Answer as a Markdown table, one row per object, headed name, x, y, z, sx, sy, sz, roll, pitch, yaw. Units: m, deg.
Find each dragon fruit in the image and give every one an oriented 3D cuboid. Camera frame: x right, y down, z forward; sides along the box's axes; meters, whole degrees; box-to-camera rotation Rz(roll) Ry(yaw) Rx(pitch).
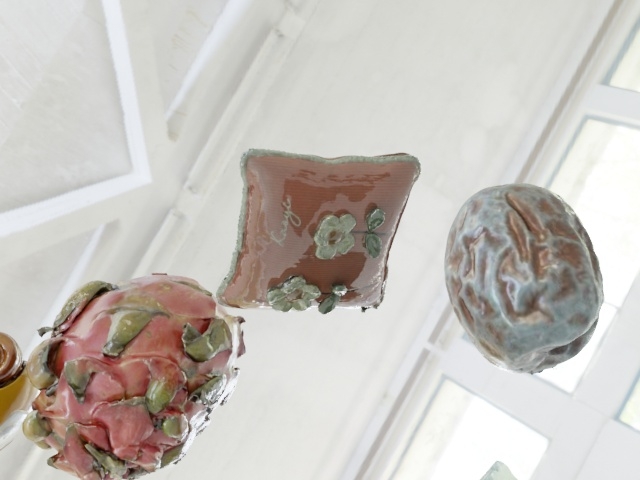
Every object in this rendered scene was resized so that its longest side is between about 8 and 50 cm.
| name | x | y | z | sx | sy | sz | roll | pitch | yaw |
| --- | --- | --- | --- | --- | --- | --- | --- | --- | --- |
| dragon fruit | -0.253 | 0.177 | 0.836 | 0.291 | 0.269 | 0.250 | -43 | -21 | -50 |

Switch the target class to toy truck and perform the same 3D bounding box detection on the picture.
| name | x | y | z | sx | sy | sz | roll | pitch | yaw |
| --- | --- | --- | --- | --- | --- | --- | --- | --- | --- |
| toy truck | -0.563 | 0.253 | 0.930 | 0.287 | 0.212 | 0.204 | 4 | -25 | -18 |

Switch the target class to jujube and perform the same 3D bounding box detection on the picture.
| name | x | y | z | sx | sy | sz | roll | pitch | yaw |
| --- | --- | --- | --- | --- | --- | --- | --- | --- | --- |
| jujube | 0.326 | 0.048 | 1.046 | 0.246 | 0.308 | 0.215 | -33 | -36 | 21 |

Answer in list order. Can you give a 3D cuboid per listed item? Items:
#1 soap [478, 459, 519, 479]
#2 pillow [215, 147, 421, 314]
| name | x | y | z | sx | sy | sz | roll | pitch | yaw |
| --- | --- | --- | --- | --- | --- | --- | --- | --- | --- |
| soap | 0.120 | 0.312 | 0.598 | 0.198 | 0.066 | 0.119 | -55 | -19 | 17 |
| pillow | 0.000 | 0.000 | 0.579 | 0.171 | 0.075 | 0.179 | 0 | -53 | -20 |
